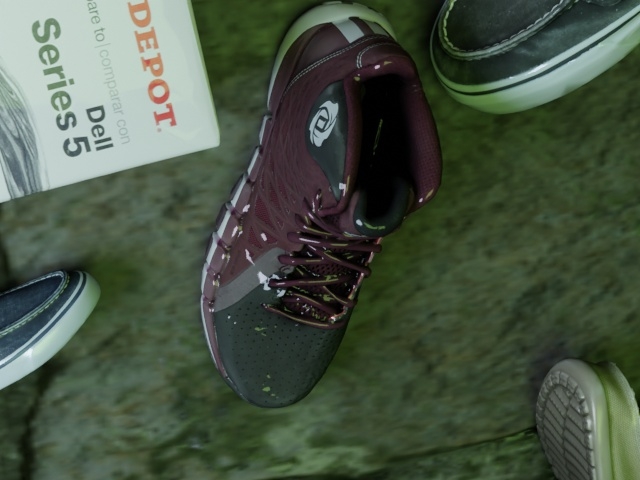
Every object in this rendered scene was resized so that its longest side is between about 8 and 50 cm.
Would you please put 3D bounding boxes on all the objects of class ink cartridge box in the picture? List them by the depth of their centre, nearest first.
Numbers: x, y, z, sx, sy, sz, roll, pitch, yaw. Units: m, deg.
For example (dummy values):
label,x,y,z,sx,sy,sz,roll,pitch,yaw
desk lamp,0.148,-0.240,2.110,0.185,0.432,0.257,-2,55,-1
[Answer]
label,x,y,z,sx,sy,sz,roll,pitch,yaw
ink cartridge box,-0.211,-0.124,0.739,0.273,0.115,0.198,-16,114,-10

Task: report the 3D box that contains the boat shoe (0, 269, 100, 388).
label,x,y,z,sx,sy,sz,roll,pitch,yaw
boat shoe,-0.232,0.056,0.828,0.183,0.065,0.083,-33,117,-1

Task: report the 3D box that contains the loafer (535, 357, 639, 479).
label,x,y,z,sx,sy,sz,roll,pitch,yaw
loafer,0.235,0.186,1.005,0.092,0.102,0.268,-24,124,-8

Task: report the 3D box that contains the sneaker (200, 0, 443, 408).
label,x,y,z,sx,sy,sz,roll,pitch,yaw
sneaker,0.000,0.000,0.822,0.107,0.162,0.281,6,108,-19

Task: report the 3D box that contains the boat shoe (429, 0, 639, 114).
label,x,y,z,sx,sy,sz,roll,pitch,yaw
boat shoe,0.171,-0.202,0.766,0.119,0.121,0.335,10,138,-47
